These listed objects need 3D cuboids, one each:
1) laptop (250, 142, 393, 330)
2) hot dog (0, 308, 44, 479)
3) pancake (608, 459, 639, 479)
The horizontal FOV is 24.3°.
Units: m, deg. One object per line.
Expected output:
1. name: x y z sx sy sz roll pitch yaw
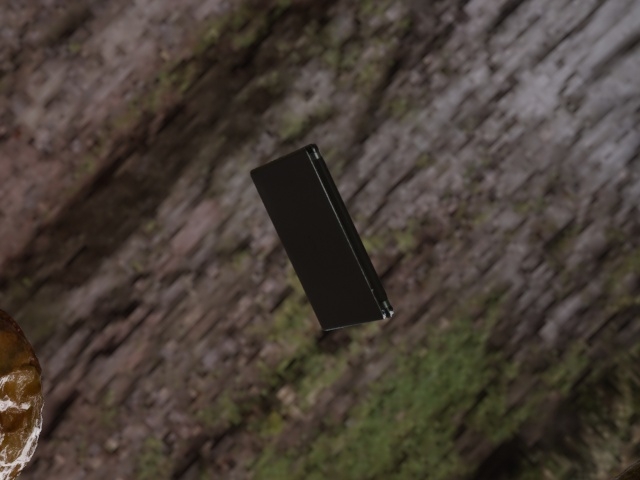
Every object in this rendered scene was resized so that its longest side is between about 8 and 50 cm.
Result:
1. laptop: 0.000 0.000 1.436 0.016 0.180 0.129 -27 -175 -30
2. hot dog: -0.304 0.121 0.963 0.272 0.122 0.196 -14 114 -60
3. pancake: 0.331 0.254 1.279 0.376 0.054 0.197 -27 -131 -20
